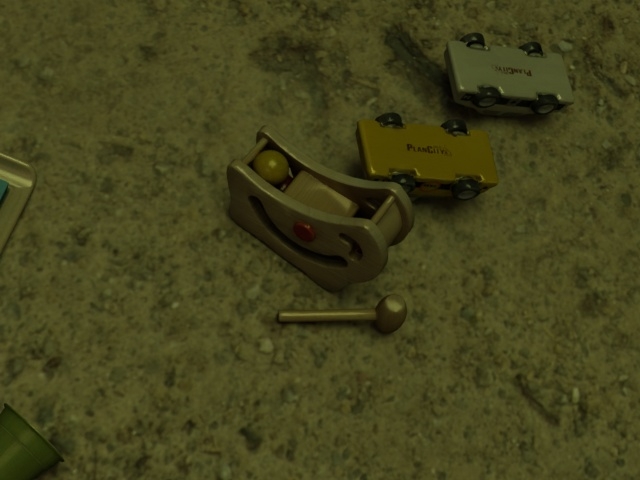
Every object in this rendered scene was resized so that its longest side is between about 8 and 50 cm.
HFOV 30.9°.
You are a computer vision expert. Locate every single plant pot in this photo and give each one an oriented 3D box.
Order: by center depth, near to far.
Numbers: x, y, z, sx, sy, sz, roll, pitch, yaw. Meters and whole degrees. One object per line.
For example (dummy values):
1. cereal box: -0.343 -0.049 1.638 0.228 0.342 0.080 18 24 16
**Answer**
1. plant pot: -0.310 0.217 1.139 0.083 0.083 0.079 42 69 5

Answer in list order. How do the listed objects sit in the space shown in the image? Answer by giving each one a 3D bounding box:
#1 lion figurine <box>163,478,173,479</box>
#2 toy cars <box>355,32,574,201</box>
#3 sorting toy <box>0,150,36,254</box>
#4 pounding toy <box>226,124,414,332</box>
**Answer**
1. lion figurine: -0.004 0.333 1.168 0.392 0.142 0.240 -3 56 -37
2. toy cars: 0.182 -0.152 1.512 0.176 0.087 0.394 45 54 1
3. sorting toy: -0.431 -0.034 1.246 0.193 0.038 0.208 22 58 -8
4. pounding toy: 0.000 0.000 1.317 0.269 0.154 0.155 36 57 2
